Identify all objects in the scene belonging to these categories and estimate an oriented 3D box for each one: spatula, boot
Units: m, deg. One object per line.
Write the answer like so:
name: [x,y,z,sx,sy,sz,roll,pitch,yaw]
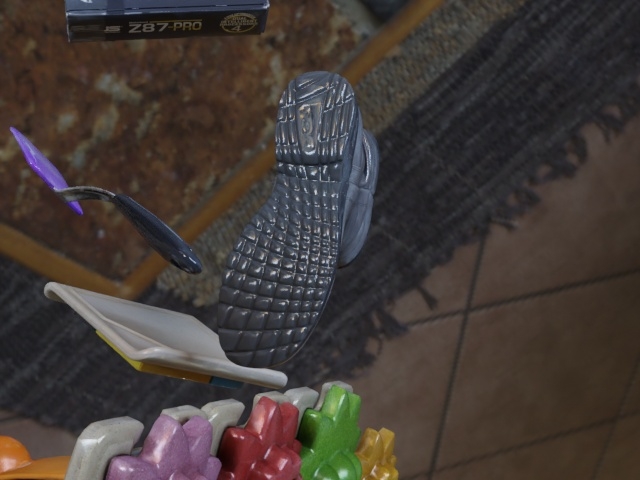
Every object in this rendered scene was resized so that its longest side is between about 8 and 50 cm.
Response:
spatula: [-0.186,-0.033,0.931,0.030,0.296,0.084,-51,134,-13]
boot: [0.000,0.000,1.236,0.223,0.118,0.338,53,54,-68]

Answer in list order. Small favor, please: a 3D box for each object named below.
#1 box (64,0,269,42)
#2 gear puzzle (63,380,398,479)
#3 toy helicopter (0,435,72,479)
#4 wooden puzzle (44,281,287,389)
box: [-0.265,-0.517,1.779,0.318,0.395,0.097,-4,161,-11]
gear puzzle: [-0.024,0.153,0.503,0.339,0.044,0.176,9,101,-68]
toy helicopter: [-0.253,0.213,0.671,0.355,0.140,0.235,15,92,0]
wooden puzzle: [-0.187,0.120,1.300,0.221,0.238,0.044,19,93,-44]
